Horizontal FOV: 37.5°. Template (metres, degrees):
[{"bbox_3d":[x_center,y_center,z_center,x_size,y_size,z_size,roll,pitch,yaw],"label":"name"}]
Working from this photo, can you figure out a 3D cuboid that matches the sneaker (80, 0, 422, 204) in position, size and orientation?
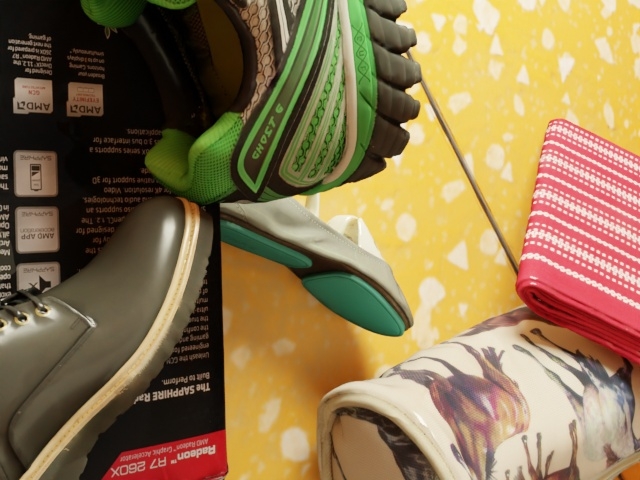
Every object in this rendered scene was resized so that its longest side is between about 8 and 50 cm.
[{"bbox_3d":[-0.050,-0.180,0.454,0.146,0.134,0.343,-23,105,-39],"label":"sneaker"}]

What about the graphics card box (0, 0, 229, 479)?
[{"bbox_3d":[-0.168,-0.039,0.499,0.233,0.094,0.370,-4,94,-41],"label":"graphics card box"}]

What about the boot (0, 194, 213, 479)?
[{"bbox_3d":[-0.145,0.033,0.415,0.137,0.077,0.198,41,64,-28],"label":"boot"}]

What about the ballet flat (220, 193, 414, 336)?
[{"bbox_3d":[0.000,0.000,0.662,0.213,0.072,0.068,33,65,-36],"label":"ballet flat"}]

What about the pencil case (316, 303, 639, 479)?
[{"bbox_3d":[0.179,0.139,0.743,0.410,0.183,0.160,-16,126,-40],"label":"pencil case"}]

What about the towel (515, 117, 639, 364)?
[{"bbox_3d":[0.264,0.006,0.789,0.199,0.031,0.275,27,38,0],"label":"towel"}]
